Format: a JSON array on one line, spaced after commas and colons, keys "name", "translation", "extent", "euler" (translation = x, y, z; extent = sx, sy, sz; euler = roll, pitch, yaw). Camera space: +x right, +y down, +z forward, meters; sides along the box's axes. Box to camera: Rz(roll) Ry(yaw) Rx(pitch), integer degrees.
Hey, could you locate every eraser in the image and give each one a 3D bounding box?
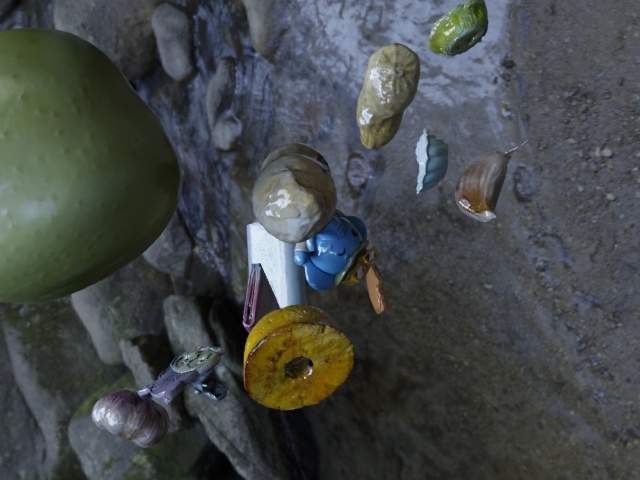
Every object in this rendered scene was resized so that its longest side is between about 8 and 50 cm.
[{"name": "eraser", "translation": [-0.113, 0.061, 1.457], "extent": [0.174, 0.081, 0.227], "euler": [-10, 81, 43]}]

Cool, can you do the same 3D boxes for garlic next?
[{"name": "garlic", "translation": [0.379, -0.136, 1.282], "extent": [0.198, 0.090, 0.128], "euler": [-59, 26, -8]}, {"name": "garlic", "translation": [-0.391, 0.368, 1.206], "extent": [0.159, 0.102, 0.147], "euler": [19, 160, 16]}]

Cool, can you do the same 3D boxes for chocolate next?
[{"name": "chocolate", "translation": [-0.042, -0.080, 0.916], "extent": [0.309, 0.134, 0.134], "euler": [-101, 10, -73]}]

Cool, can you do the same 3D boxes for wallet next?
[{"name": "wallet", "translation": [-0.106, 0.142, 1.080], "extent": [0.232, 0.025, 0.119], "euler": [78, -166, -63]}]

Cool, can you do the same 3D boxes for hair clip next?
[{"name": "hair clip", "translation": [-0.232, 0.240, 1.015], "extent": [0.187, 0.146, 0.056], "euler": [3, 122, 48]}]

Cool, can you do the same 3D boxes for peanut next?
[{"name": "peanut", "translation": [0.146, -0.321, 1.299], "extent": [0.253, 0.122, 0.137], "euler": [110, 168, -51]}]

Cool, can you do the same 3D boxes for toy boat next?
[{"name": "toy boat", "translation": [0.383, -0.278, 1.970], "extent": [0.100, 0.290, 0.199], "euler": [7, 129, 2]}]

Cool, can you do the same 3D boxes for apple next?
[{"name": "apple", "translation": [-0.371, -0.096, 0.762], "extent": [0.357, 0.357, 0.357], "euler": [18, 115, 44]}]

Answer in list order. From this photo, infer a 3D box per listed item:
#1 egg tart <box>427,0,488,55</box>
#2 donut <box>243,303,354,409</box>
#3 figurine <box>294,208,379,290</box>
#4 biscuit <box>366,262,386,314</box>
[{"name": "egg tart", "translation": [0.392, -0.581, 1.600], "extent": [0.197, 0.197, 0.078], "euler": [-42, 69, 46]}, {"name": "donut", "translation": [-0.030, 0.143, 0.711], "extent": [0.058, 0.151, 0.152], "euler": [-114, 33, -53]}, {"name": "figurine", "translation": [-0.001, 0.000, 1.241], "extent": [0.154, 0.262, 0.180], "euler": [-46, 22, 34]}, {"name": "biscuit", "translation": [0.131, 0.117, 1.371], "extent": [0.102, 0.019, 0.131], "euler": [-122, 20, -61]}]
